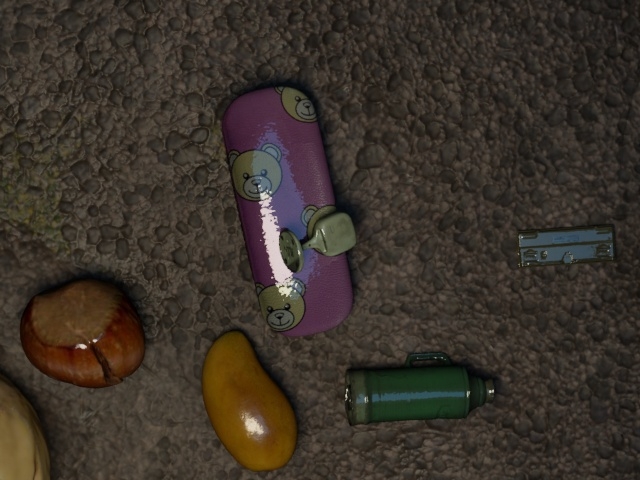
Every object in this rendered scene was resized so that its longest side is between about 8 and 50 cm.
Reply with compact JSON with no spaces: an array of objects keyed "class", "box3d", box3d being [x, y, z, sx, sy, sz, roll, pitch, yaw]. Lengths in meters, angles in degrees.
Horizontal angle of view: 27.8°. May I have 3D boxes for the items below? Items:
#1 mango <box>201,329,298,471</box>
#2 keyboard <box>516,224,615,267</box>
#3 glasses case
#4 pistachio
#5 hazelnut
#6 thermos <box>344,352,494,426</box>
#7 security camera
[{"class":"mango","box3d":[-0.094,0.206,1.636,0.102,0.085,0.184,-25,89,-3]},{"class":"keyboard","box3d":[0.321,0.008,1.692,0.129,0.015,0.049,-4,88,-4]},{"class":"glasses case","box3d":[-0.041,-0.035,1.631,0.123,0.076,0.316,-12,94,-7]},{"class":"pistachio","box3d":[-0.421,0.280,1.579,0.181,0.162,0.293,-6,93,23]},{"class":"hazelnut","box3d":[-0.293,0.118,1.601,0.154,0.143,0.143,-1,93,4]},{"class":"thermos","box3d":[0.127,0.195,1.663,0.188,0.083,0.073,-2,114,-6]},{"class":"security camera","box3d":[0.000,0.000,1.582,0.092,0.058,0.058,-18,94,-26]}]
